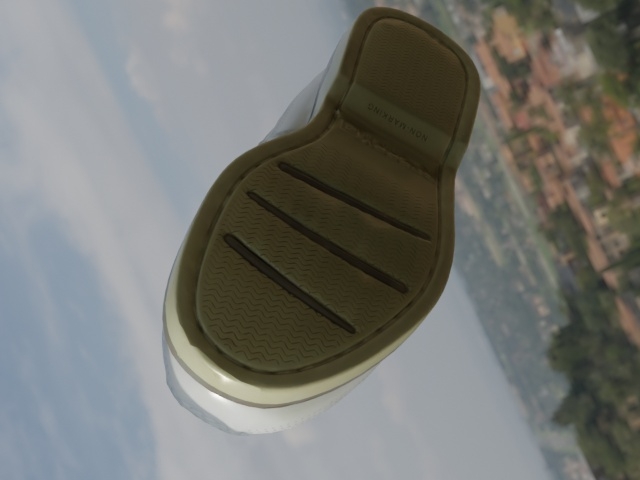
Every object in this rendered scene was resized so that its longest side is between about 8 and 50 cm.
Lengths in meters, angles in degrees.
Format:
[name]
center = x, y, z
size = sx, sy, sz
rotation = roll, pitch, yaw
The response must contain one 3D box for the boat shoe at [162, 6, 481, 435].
[boat shoe]
center = 0.000, 0.000, 0.699
size = 0.113, 0.103, 0.302
rotation = 34, -142, 0
